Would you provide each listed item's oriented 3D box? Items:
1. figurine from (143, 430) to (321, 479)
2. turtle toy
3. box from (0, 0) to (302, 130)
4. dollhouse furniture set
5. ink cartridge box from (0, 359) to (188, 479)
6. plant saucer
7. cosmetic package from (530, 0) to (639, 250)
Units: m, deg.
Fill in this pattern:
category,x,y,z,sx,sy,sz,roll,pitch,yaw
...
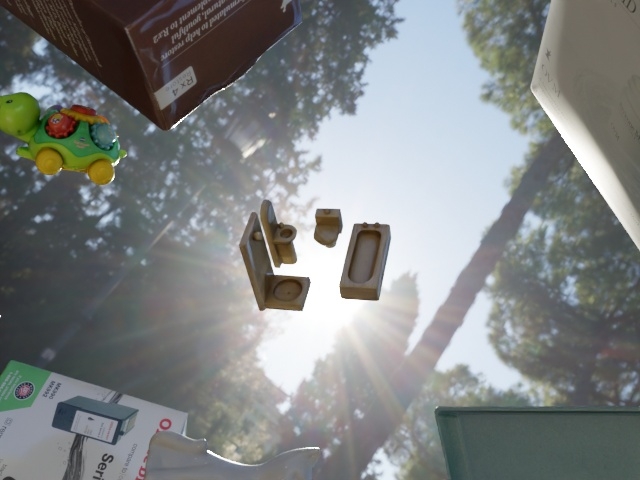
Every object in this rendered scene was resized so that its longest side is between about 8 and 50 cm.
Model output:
category,x,y,z,sx,sy,sz,roll,pitch,yaw
figurine,-0.102,0.335,0.877,0.210,0.214,0.092,4,8,-9
turtle toy,-0.254,-0.103,0.735,0.130,0.066,0.095,11,14,-27
box,-0.222,-0.294,0.751,0.381,0.191,0.143,37,-21,22
dollhouse furniture set,0.000,0.000,0.946,0.151,0.144,0.123,3,-43,15
ink cartridge box,-0.363,0.325,1.105,0.289,0.211,0.121,16,-46,0
plant saucer,0.129,0.108,0.347,0.192,0.018,0.067,-18,-98,53
cosmetic package,0.279,-0.116,0.547,0.224,0.138,0.224,74,-9,-66
